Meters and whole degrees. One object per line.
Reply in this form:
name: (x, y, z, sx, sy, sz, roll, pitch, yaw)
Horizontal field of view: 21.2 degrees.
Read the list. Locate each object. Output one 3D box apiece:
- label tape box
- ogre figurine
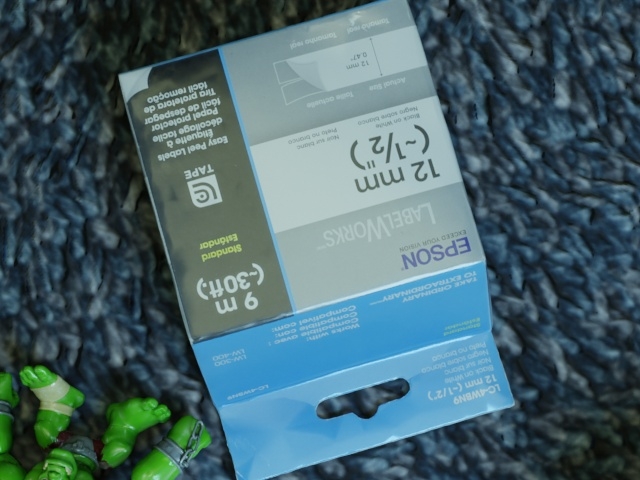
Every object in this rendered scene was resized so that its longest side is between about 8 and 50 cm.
label tape box: (0.000, 0.000, 1.409, 0.249, 0.115, 0.347, -16, 79, -2)
ogre figurine: (-0.199, 0.178, 1.393, 0.197, 0.097, 0.118, 21, 63, -12)
